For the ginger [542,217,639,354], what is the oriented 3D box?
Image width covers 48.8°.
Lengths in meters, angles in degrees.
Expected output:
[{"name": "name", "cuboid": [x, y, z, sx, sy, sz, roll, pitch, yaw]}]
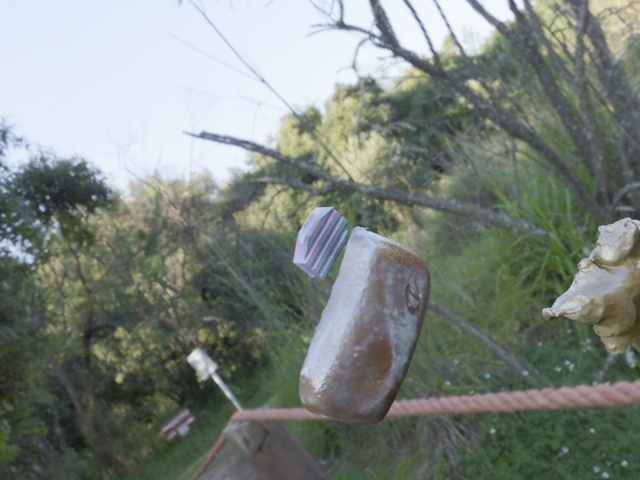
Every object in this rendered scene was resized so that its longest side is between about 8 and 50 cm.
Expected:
[{"name": "ginger", "cuboid": [0.482, 0.075, 1.155, 0.270, 0.218, 0.123, -12, 7, -35]}]

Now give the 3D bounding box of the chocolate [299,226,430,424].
[{"name": "chocolate", "cuboid": [0.075, 0.125, 0.921, 0.083, 0.161, 0.261, 15, 86, 50]}]

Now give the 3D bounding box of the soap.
[{"name": "soap", "cuboid": [0.000, 0.000, 1.601, 0.056, 0.100, 0.149, 9, 65, 53]}]
